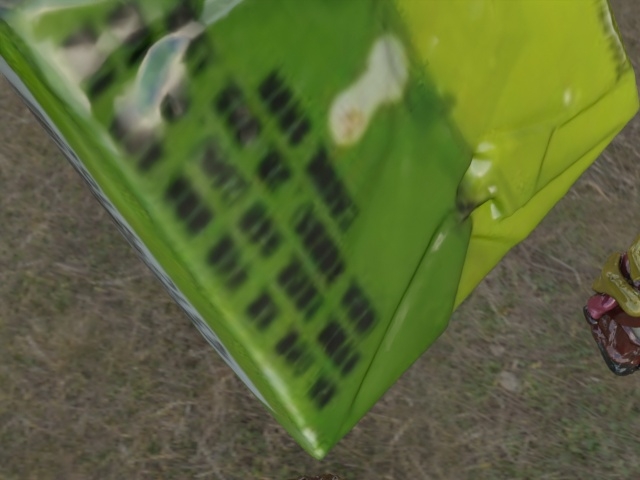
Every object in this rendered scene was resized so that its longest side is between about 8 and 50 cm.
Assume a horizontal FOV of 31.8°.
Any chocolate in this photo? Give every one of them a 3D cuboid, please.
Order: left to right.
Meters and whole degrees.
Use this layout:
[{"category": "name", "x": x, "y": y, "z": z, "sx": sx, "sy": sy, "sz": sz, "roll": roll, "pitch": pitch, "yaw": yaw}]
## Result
[{"category": "chocolate", "x": 0.002, "y": -0.094, "z": 0.572, "sx": 0.289, "sy": 0.301, "sz": 0.137, "roll": -45, "pitch": 41, "yaw": -18}]

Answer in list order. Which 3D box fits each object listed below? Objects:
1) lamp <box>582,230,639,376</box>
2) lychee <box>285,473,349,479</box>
[{"category": "lamp", "x": 0.335, "y": 0.040, "z": 1.075, "sx": 0.118, "sy": 0.253, "sz": 0.118, "roll": 4, "pitch": 60, "yaw": -7}, {"category": "lychee", "x": -0.034, "y": 0.377, "z": 1.208, "sx": 0.236, "sy": 0.236, "sz": 0.271, "roll": 30, "pitch": 76, "yaw": 30}]
